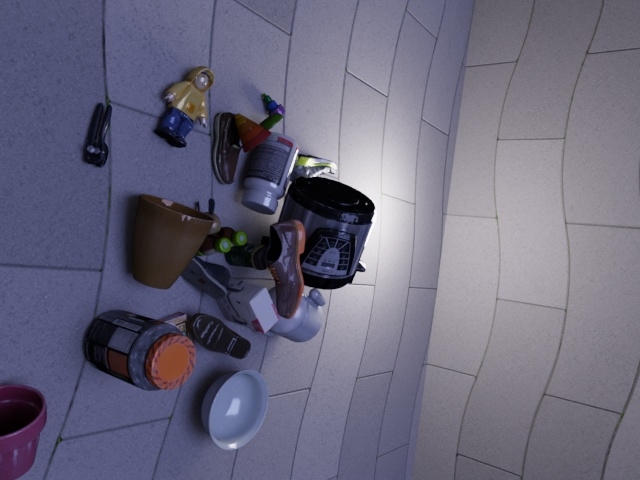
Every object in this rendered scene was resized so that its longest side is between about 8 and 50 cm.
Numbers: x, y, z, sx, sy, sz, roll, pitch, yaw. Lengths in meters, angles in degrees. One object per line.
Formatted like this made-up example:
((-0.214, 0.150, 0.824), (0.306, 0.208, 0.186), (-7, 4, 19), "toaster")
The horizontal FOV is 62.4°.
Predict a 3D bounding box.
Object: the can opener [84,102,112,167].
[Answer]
((-0.638, -0.305, 1.518), (0.059, 0.073, 0.186), (6, 87, -14), "can opener")

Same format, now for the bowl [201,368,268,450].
((-0.342, 0.613, 1.976), (0.298, 0.134, 0.298), (-13, 106, -51), "bowl")

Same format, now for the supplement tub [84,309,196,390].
((-0.523, 0.321, 1.541), (0.193, 0.316, 0.194), (-13, 106, -52), "supplement tub")

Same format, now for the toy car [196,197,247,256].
((-0.371, -0.053, 1.834), (0.149, 0.155, 0.188), (-28, 104, -48), "toy car")

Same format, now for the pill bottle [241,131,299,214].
((-0.195, -0.253, 2.009), (0.161, 0.161, 0.283), (34, 69, -50), "pill bottle")

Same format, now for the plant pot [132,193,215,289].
((-0.487, 0.013, 1.646), (0.237, 0.237, 0.254), (16, 98, -53), "plant pot")

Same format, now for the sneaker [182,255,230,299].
((-0.412, 0.103, 1.867), (0.222, 0.083, 0.118), (49, 23, -25), "sneaker")

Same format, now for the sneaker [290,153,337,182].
((-0.044, -0.301, 2.267), (0.300, 0.111, 0.121), (-1, 108, -49), "sneaker")

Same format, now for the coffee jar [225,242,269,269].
((-0.257, 0.057, 1.956), (0.096, 0.184, 0.079), (-39, 124, -43), "coffee jar")

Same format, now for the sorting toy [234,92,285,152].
((-0.228, -0.454, 1.937), (0.126, 0.127, 0.365), (52, 30, -20), "sorting toy")

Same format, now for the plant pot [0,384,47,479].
((-0.796, 0.495, 1.329), (0.201, 0.201, 0.180), (-22, 129, -49), "plant pot")

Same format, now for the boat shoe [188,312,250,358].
((-0.383, 0.345, 1.909), (0.111, 0.104, 0.307), (-58, 138, -17), "boat shoe")

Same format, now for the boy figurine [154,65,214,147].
((-0.429, -0.443, 1.734), (0.177, 0.092, 0.285), (40, 67, -45), "boy figurine")

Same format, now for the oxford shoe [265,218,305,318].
((-0.143, 0.107, 1.889), (0.132, 0.130, 0.364), (-5, 99, -42), "oxford shoe")

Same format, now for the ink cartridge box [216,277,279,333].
((-0.275, 0.234, 1.934), (0.092, 0.218, 0.159), (-43, 128, -34), "ink cartridge box")

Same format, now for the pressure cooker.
((0.001, -0.002, 2.092), (0.375, 0.370, 0.420), (-15, 132, -53), "pressure cooker")

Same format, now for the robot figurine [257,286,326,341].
((-0.116, 0.295, 2.138), (0.300, 0.200, 0.353), (-37, 150, 6), "robot figurine")

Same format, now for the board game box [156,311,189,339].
((-0.511, 0.356, 1.785), (0.146, 0.045, 0.193), (-17, 109, -50), "board game box")

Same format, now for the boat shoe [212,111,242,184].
((-0.325, -0.326, 1.881), (0.095, 0.095, 0.257), (-18, 110, -50), "boat shoe")
